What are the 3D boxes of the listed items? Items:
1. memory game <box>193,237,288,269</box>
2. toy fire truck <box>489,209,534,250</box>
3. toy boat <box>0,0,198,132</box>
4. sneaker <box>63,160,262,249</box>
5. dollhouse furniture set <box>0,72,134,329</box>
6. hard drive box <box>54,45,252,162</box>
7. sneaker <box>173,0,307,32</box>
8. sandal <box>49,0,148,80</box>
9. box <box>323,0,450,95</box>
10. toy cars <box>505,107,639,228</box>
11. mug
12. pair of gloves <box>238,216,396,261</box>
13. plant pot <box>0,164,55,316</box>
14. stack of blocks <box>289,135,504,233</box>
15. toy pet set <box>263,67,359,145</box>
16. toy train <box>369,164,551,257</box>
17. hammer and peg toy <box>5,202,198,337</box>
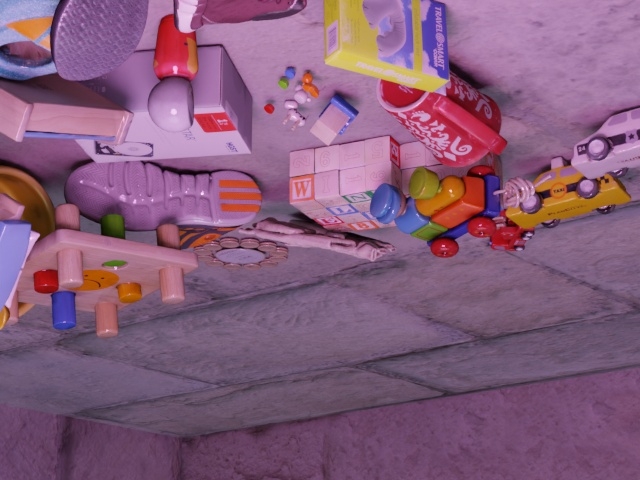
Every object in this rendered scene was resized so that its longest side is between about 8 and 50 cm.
[{"bbox_3d":[-0.154,0.026,2.618,0.186,0.012,0.186,1,162,0],"label":"memory game"},{"bbox_3d":[0.305,-0.028,2.393,0.135,0.047,0.192,2,163,-3],"label":"toy fire truck"},{"bbox_3d":[-0.267,-0.235,1.605,0.318,0.148,0.267,18,155,-42],"label":"toy boat"},{"bbox_3d":[-0.268,-0.043,2.228,0.321,0.124,0.180,6,160,-19],"label":"sneaker"},{"bbox_3d":[-0.429,-0.073,1.719,0.286,0.303,0.198,30,-165,26],"label":"dollhouse furniture set"},{"bbox_3d":[-0.224,-0.183,1.859,0.232,0.089,0.181,-4,162,10],"label":"hard drive box"},{"bbox_3d":[-0.081,-0.308,1.485,0.162,0.106,0.281,-3,173,-7],"label":"sneaker"},{"bbox_3d":[-0.224,-0.285,1.435,0.097,0.054,0.254,3,123,-29],"label":"sandal"},{"bbox_3d":[0.087,-0.246,1.631,0.178,0.109,0.042,11,157,-30],"label":"box"},{"bbox_3d":[0.423,-0.120,2.066,0.176,0.087,0.394,2,159,-21],"label":"toy cars"},{"bbox_3d":[0.171,-0.182,1.827,0.150,0.113,0.169,1,161,36],"label":"mug"},{"bbox_3d":[0.000,0.000,2.320,0.204,0.042,0.240,15,-174,31],"label":"pair of gloves"},{"bbox_3d":[-0.595,-0.001,2.204,0.239,0.254,0.254,5,168,36],"label":"plant pot"},{"bbox_3d":[0.120,-0.093,2.131,0.297,0.087,0.171,-8,160,23],"label":"stack of blocks"},{"bbox_3d":[-0.004,-0.197,1.900,0.114,0.065,0.122,38,152,-2],"label":"toy pet set"},{"bbox_3d":[0.191,-0.070,1.929,0.143,0.105,0.248,17,151,-29],"label":"toy train"},{"bbox_3d":[-0.402,0.044,2.057,0.361,0.127,0.266,11,153,-40],"label":"hammer and peg toy"}]
